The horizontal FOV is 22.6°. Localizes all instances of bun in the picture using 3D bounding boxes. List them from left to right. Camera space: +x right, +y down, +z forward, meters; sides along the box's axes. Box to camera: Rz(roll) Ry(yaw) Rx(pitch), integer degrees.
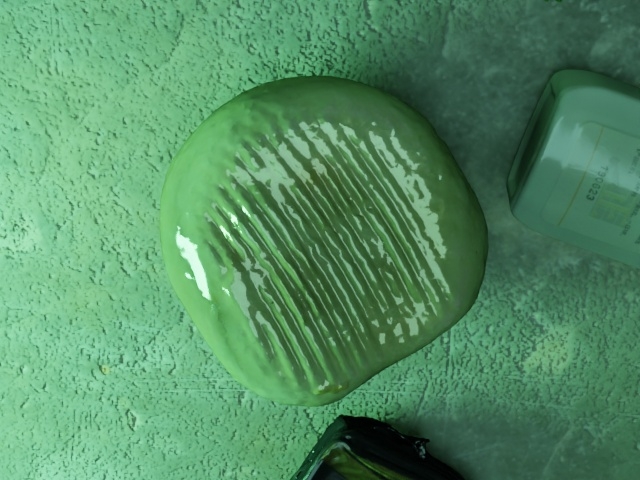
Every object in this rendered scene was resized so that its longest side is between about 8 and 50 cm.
[{"bbox_3d":[0.000,0.000,1.733,0.361,0.213,0.361,-1,99,-8],"label":"bun"}]

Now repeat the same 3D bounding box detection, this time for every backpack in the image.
[{"bbox_3d":[0.078,0.320,1.907,0.258,0.133,0.206,29,102,-16],"label":"backpack"}]

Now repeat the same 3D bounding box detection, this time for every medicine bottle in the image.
[{"bbox_3d":[0.378,-0.056,1.741,0.324,0.124,0.179,19,110,-4],"label":"medicine bottle"}]
